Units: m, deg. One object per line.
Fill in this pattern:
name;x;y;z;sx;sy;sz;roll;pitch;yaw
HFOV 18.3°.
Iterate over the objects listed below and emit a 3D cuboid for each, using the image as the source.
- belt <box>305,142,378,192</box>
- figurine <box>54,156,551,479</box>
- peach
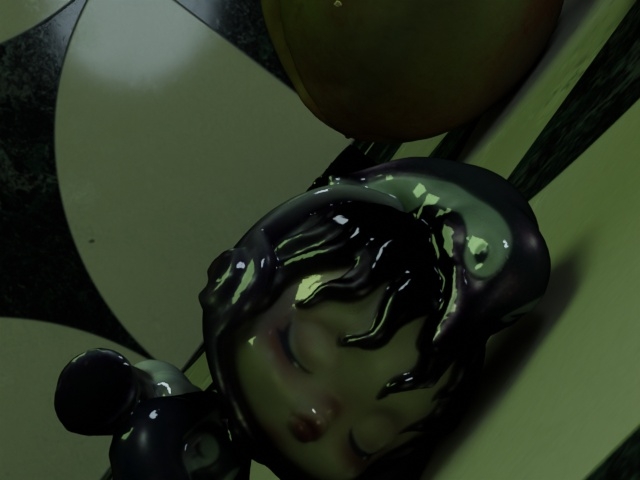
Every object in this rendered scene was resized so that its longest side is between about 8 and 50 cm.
belt;0.000;0.000;1.828;0.151;0.078;0.198;-47;8;43
figurine;0.004;0.049;0.900;0.222;0.145;0.145;-32;5;3
peach;0.084;-0.217;1.638;0.292;0.247;0.292;-169;90;-74
